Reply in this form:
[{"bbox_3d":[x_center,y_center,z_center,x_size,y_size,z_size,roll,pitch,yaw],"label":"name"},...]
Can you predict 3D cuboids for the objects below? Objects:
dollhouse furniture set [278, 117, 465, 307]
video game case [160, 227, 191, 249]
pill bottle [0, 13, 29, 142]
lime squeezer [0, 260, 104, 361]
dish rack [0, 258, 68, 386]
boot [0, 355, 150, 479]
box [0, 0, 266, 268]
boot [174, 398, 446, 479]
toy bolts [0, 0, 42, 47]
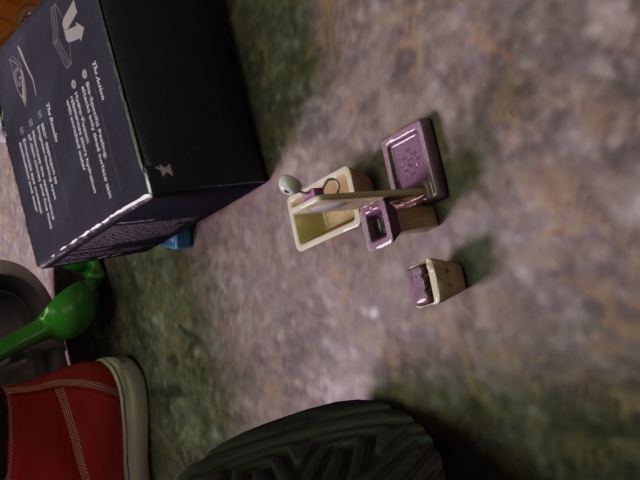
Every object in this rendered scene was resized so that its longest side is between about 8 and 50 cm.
[{"bbox_3d":[0.000,0.000,0.486,0.114,0.081,0.090,-24,75,55],"label":"dollhouse furniture set"},{"bbox_3d":[-0.133,-0.082,0.731,0.119,0.015,0.166,11,104,54],"label":"video game case"},{"bbox_3d":[-0.275,-0.171,0.863,0.086,0.086,0.152,-27,73,55],"label":"pill bottle"},{"bbox_3d":[-0.243,0.023,0.845,0.058,0.110,0.310,99,180,-55],"label":"lime squeezer"},{"bbox_3d":[-0.314,0.167,0.811,0.072,0.285,0.332,-26,71,19],"label":"dish rack"},{"bbox_3d":[-0.223,0.227,0.771,0.088,0.176,0.244,-1,96,51],"label":"boot"},{"bbox_3d":[-0.134,-0.080,0.638,0.158,0.093,0.155,-25,78,46],"label":"box"},{"bbox_3d":[0.047,0.339,0.419,0.367,0.146,0.445,-94,-12,-74],"label":"boot"},{"bbox_3d":[-0.213,-0.246,0.725,0.159,0.218,0.228,1,63,43],"label":"toy bolts"}]
